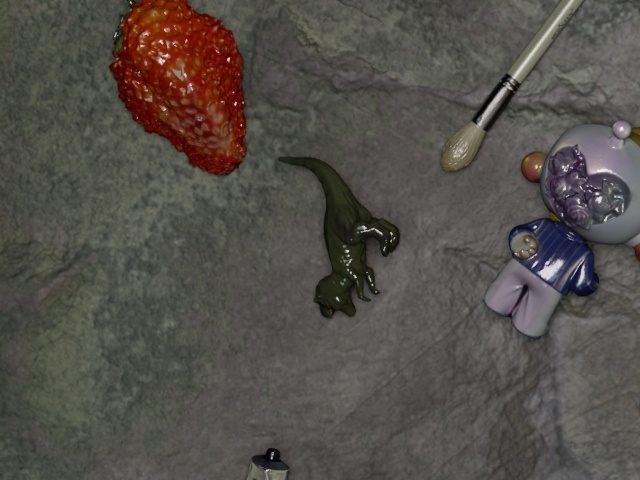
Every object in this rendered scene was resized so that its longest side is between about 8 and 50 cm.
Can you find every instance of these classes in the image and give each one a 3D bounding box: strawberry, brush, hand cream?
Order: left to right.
[{"bbox_3d":[-0.177,-0.200,1.659,0.236,0.107,0.175,37,101,9],"label":"strawberry"},{"bbox_3d":[-0.081,0.382,1.706,0.075,0.052,0.247,18,104,35],"label":"hand cream"},{"bbox_3d":[0.237,-0.204,1.596,0.039,0.042,0.299,37,97,10],"label":"brush"}]

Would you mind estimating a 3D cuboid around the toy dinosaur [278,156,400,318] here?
[{"bbox_3d":[0.000,0.000,1.637,0.179,0.087,0.187,18,96,11],"label":"toy dinosaur"}]

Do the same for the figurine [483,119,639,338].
[{"bbox_3d":[0.283,-0.021,1.550,0.274,0.133,0.193,-37,72,27],"label":"figurine"}]
